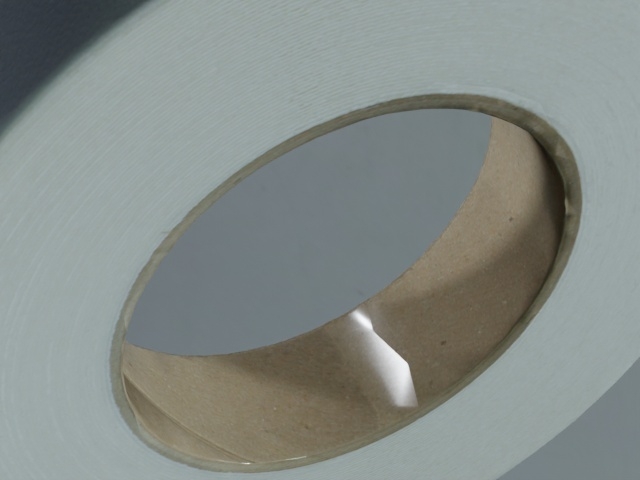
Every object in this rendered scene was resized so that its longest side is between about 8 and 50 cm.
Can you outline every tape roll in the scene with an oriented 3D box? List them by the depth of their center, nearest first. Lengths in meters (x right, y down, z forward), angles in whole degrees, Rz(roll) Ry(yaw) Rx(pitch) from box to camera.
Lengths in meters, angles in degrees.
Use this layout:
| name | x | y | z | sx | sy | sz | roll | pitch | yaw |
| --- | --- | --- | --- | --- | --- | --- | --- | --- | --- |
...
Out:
| name | x | y | z | sx | sy | sz | roll | pitch | yaw |
| --- | --- | --- | --- | --- | --- | --- | --- | --- | --- |
| tape roll | 0.000 | 0.000 | 0.793 | 0.392 | 0.392 | 0.072 | -34 | 51 | 3 |
